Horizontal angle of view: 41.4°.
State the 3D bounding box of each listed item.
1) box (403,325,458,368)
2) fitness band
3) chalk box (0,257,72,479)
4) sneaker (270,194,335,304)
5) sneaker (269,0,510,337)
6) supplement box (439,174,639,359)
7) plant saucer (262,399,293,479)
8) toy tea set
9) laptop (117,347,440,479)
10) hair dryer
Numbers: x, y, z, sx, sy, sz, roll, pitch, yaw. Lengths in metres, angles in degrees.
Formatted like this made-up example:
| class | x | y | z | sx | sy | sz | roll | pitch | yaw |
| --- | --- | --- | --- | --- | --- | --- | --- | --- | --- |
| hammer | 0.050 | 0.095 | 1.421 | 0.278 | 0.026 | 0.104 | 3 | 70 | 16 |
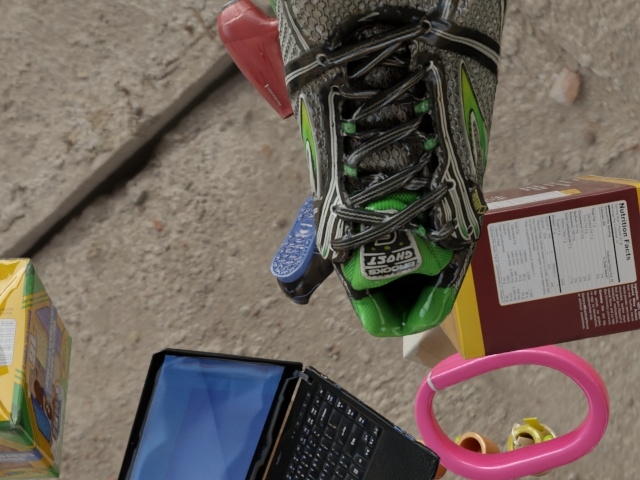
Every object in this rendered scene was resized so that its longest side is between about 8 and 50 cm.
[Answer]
| class | x | y | z | sx | sy | sz | roll | pitch | yaw |
| --- | --- | --- | --- | --- | --- | --- | --- | --- | --- |
| box | 0.282 | 0.109 | 1.517 | 0.148 | 0.121 | 0.311 | 20 | 136 | -12 |
| fitness band | 0.275 | 0.250 | 1.241 | 0.291 | 0.054 | 0.209 | -25 | 101 | 29 |
| chalk box | -0.380 | 0.161 | 0.928 | 0.180 | 0.289 | 0.179 | -1 | 62 | -5 |
| sneaker | 0.000 | 0.000 | 1.399 | 0.081 | 0.232 | 0.090 | 15 | 146 | 34 |
| sneaker | 0.049 | -0.061 | 0.478 | 0.134 | 0.343 | 0.146 | -6 | 56 | 10 |
| supplement box | 0.210 | 0.017 | 0.833 | 0.194 | 0.191 | 0.129 | -10 | 97 | 1 |
| plant saucer | -0.133 | 0.338 | 1.426 | 0.278 | 0.041 | 0.278 | 12 | 113 | 31 |
| toy tea set | 0.243 | 0.407 | 1.428 | 0.336 | 0.124 | 0.200 | -23 | 56 | 46 |
| laptop | -0.056 | 0.253 | 0.843 | 0.264 | 0.136 | 0.234 | 32 | 116 | 27 |
| hair dryer | -0.054 | -0.320 | 1.229 | 0.224 | 0.080 | 0.293 | 18 | 117 | 28 |
